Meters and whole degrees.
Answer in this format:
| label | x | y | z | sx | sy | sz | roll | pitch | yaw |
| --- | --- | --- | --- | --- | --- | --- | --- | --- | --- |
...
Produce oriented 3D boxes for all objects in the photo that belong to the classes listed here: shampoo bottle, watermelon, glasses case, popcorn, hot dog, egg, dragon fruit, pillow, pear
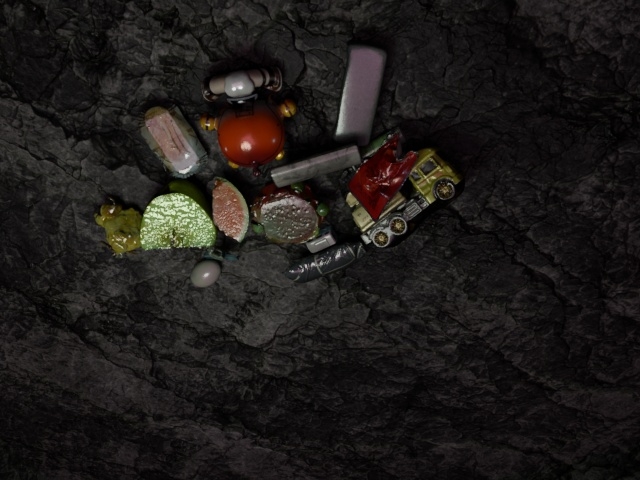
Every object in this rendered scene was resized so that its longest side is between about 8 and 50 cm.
| label | x | y | z | sx | sy | sz | roll | pitch | yaw |
| --- | --- | --- | --- | --- | --- | --- | --- | --- | --- |
| shampoo bottle | 0.190 | -0.311 | 1.710 | 0.204 | 0.065 | 0.065 | -27 | 117 | 19 |
| watermelon | -0.311 | -0.113 | 1.819 | 0.128 | 0.146 | 0.231 | 1 | 96 | 0 |
| glasses case | -0.013 | -0.249 | 1.663 | 0.298 | 0.060 | 0.114 | -16 | 165 | 6 |
| popcorn | -0.729 | -0.060 | 1.877 | 0.168 | 0.173 | 0.195 | -31 | 91 | -19 |
| hot dog | -0.501 | -0.341 | 1.716 | 0.162 | 0.082 | 0.271 | -29 | 108 | 5 |
| egg | -0.456 | 0.130 | 2.001 | 0.135 | 0.103 | 0.103 | -33 | 115 | 17 |
| dragon fruit | -0.109 | -0.101 | 1.815 | 0.294 | 0.130 | 0.269 | -6 | 118 | 7 |
| pillow | 0.019 | 0.083 | 1.918 | 0.334 | 0.161 | 0.093 | -19 | 76 | 10 |
| pear | -0.519 | -0.100 | 1.824 | 0.292 | 0.159 | 0.293 | -5 | 120 | -9 |
| glasses case | 0.125 | -0.464 | 1.611 | 0.130 | 0.074 | 0.324 | 8 | 122 | -3 |

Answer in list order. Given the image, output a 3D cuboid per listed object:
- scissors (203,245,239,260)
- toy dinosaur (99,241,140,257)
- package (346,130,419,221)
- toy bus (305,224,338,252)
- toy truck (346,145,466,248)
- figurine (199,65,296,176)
| label | x | y | z | sx | sy | sz | roll | pitch | yaw |
| --- | --- | --- | --- | --- | --- | --- | --- | --- | --- |
| scissors | -0.383 | 0.050 | 1.874 | 0.137 | 0.289 | 0.041 | 8 | 81 | -1 |
| toy dinosaur | -0.795 | 0.046 | 2.008 | 0.180 | 0.037 | 0.058 | 10 | 127 | -2 |
| package | 0.201 | -0.216 | 1.641 | 0.071 | 0.194 | 0.269 | 16 | 125 | -42 |
| toy bus | 0.000 | 0.000 | 1.910 | 0.122 | 0.075 | 0.060 | -24 | 118 | 17 |
| toy truck | 0.285 | -0.157 | 1.733 | 0.405 | 0.180 | 0.254 | -38 | 90 | 25 |
| figurine | -0.230 | -0.378 | 1.614 | 0.319 | 0.196 | 0.324 | -11 | 111 | 3 |
